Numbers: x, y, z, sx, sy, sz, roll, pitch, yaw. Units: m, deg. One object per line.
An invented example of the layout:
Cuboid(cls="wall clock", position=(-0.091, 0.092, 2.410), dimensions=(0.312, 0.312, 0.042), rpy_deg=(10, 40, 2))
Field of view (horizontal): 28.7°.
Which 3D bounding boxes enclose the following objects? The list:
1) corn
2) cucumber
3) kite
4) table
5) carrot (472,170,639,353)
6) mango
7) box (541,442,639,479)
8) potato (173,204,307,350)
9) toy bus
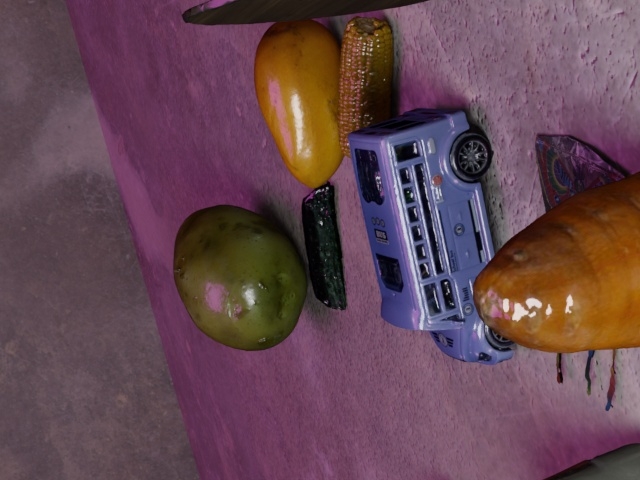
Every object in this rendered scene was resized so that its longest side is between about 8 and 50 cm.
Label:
Cuboid(cls="corn", position=(0.054, -0.179, 1.525), dimensions=(0.068, 0.068, 0.207), rpy_deg=(52, 153, 43))
Cuboid(cls="cucumber", position=(0.000, 0.000, 1.856), dimensions=(0.070, 0.046, 0.220), rpy_deg=(-123, 24, -55))
Cuboid(cls="kite", position=(0.261, 0.034, 1.245), dimensions=(0.152, 0.015, 0.285), rpy_deg=(-139, 39, -59))
Cuboid(cls="table", position=(0.000, -0.355, 1.189), dimensions=(0.317, 0.317, 0.249), rpy_deg=(176, 83, -69))
Cuboid(cls="carrot", position=(0.229, 0.035, 1.037), dimensions=(0.159, 0.225, 0.159), rpy_deg=(43, 142, 47))
Cuboid(cls="mango", position=(-0.020, -0.176, 1.607), dimensions=(0.112, 0.145, 0.219), rpy_deg=(-6, 92, 33))
Cuboid(cls="box", position=(0.255, 0.298, 1.200), dimensions=(0.129, 0.210, 0.148), rpy_deg=(92, 154, -58))
Cuboid(cls="potato", position=(-0.133, 0.055, 2.017), dimensions=(0.304, 0.216, 0.216), rpy_deg=(-125, 24, -66))
Cuboid(cls="toy bus", position=(0.125, 0.006, 1.398), dimensions=(0.125, 0.133, 0.292), rpy_deg=(17, 122, 65))
